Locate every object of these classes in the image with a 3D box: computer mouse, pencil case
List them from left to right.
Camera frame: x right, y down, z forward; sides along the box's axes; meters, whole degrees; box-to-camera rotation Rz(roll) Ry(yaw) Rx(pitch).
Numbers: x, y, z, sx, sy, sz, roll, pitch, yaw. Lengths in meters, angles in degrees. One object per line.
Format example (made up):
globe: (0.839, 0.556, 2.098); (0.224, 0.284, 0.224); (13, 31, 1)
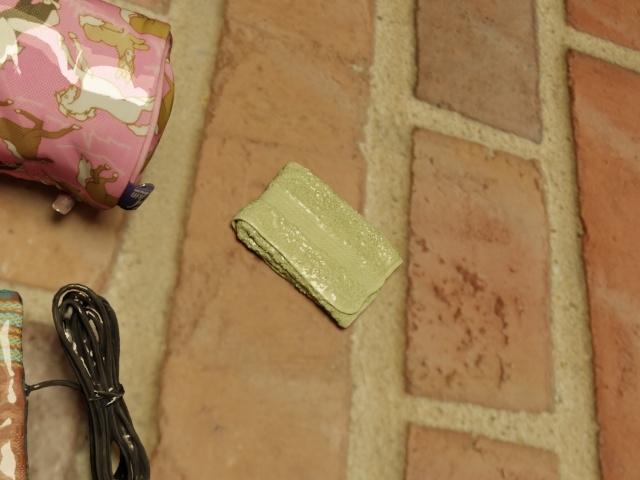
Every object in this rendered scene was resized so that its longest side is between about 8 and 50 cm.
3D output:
pencil case: (-0.306, -0.134, 0.641); (0.386, 0.160, 0.167); (14, 83, -18)
computer mouse: (-0.251, 0.152, 0.592); (0.262, 0.060, 0.184); (-20, 95, -27)

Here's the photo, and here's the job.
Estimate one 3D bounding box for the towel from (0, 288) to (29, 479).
towel: (-0.317, 0.153, 0.368); (0.370, 0.040, 0.271); (-3, 68, -20)

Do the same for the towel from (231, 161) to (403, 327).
towel: (0.000, 0.000, 0.800); (0.148, 0.027, 0.110); (41, 54, -1)
